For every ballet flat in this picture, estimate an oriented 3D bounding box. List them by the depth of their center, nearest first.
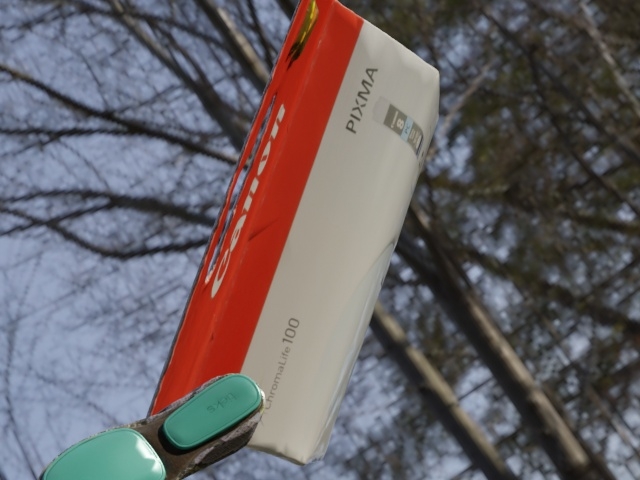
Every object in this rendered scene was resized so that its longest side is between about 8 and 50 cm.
[{"bbox_3d":[-0.074,0.099,0.591,0.114,0.041,0.041,-24,-28,-30],"label":"ballet flat"}]

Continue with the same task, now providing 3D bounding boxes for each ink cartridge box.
[{"bbox_3d":[0.000,0.000,0.912,0.385,0.091,0.308,64,-135,-82],"label":"ink cartridge box"}]
